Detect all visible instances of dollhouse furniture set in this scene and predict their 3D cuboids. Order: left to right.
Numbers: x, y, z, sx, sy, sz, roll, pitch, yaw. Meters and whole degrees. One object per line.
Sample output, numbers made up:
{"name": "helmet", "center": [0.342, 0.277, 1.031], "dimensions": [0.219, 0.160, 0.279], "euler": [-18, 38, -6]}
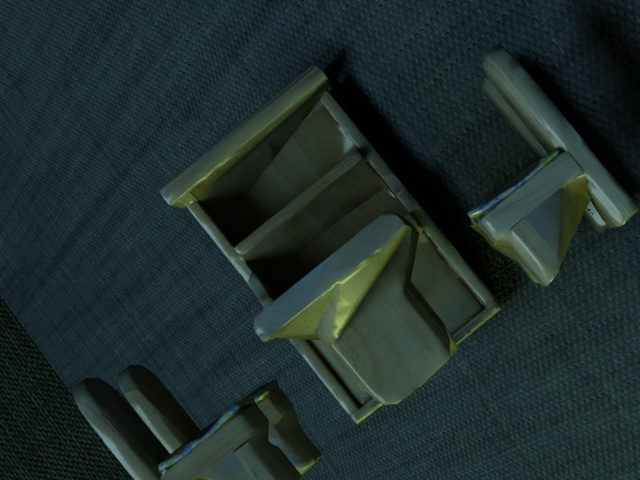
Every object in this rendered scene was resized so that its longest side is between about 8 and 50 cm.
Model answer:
{"name": "dollhouse furniture set", "center": [0.000, 0.000, 1.308], "dimensions": [0.256, 0.362, 0.394], "euler": [51, -177, 4]}
